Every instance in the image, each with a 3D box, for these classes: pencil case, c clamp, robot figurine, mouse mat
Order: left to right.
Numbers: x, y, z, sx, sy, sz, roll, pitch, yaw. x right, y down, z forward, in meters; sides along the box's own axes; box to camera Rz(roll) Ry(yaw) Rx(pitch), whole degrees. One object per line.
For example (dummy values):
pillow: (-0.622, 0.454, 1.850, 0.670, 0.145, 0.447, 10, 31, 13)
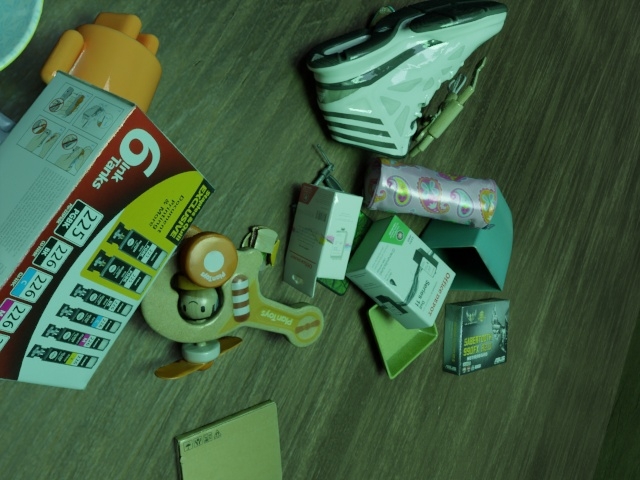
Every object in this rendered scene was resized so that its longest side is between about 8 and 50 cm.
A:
robot figurine: (-0.301, -0.204, 0.714, 0.128, 0.158, 0.219, 21, 78, -17)
c clamp: (-0.008, -0.088, 1.034, 0.137, 0.022, 0.160, 46, 65, -34)
mouse mat: (0.037, 0.007, 1.090, 0.153, 0.007, 0.189, 35, 70, -36)
pencil case: (0.235, -0.097, 1.105, 0.285, 0.124, 0.124, 10, 86, -12)

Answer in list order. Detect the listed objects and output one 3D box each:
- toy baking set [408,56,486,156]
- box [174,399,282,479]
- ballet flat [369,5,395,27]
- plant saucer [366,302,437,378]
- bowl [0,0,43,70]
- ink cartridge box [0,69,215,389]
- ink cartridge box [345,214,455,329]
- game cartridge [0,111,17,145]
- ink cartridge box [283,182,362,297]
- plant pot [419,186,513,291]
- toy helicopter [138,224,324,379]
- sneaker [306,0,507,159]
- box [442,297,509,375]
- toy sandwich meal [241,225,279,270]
toy baking set: (0.275, -0.299, 1.137, 0.030, 0.256, 0.196, 35, 25, -11)
box: (-0.162, 0.403, 0.942, 0.201, 0.021, 0.164, -10, 99, -39)
ballet flat: (0.174, -0.419, 1.146, 0.067, 0.073, 0.206, -43, 119, 1)
plant saucer: (0.183, 0.192, 1.200, 0.188, 0.045, 0.188, -32, 112, -33)
bowl: (-0.471, -0.289, 0.545, 0.290, 0.156, 0.289, -4, 96, -40)
ink cartridge box: (-0.283, 0.010, 0.631, 0.309, 0.130, 0.272, -59, 158, -11)
ink cartridge box: (0.175, 0.072, 1.112, 0.208, 0.087, 0.153, 41, 61, -18)
game cartridge: (-0.427, 0.008, 0.673, 0.198, 0.062, 0.297, 44, 66, -38)
ink cartridge box: (0.000, 0.000, 0.967, 0.067, 0.115, 0.198, 8, 100, -36)
plant pot: (0.378, -0.017, 1.276, 0.165, 0.166, 0.234, 50, 56, -31)
toy helicopter: (-0.137, 0.129, 0.869, 0.355, 0.140, 0.234, 24, 84, -38)
sneaker: (0.192, -0.331, 1.075, 0.448, 0.169, 0.257, -25, 129, -15)
box: (0.429, 0.256, 1.402, 0.231, 0.056, 0.182, 1, 93, -40)
toy sandwich meal: (-0.108, 0.015, 0.953, 0.086, 0.029, 0.085, -3, 95, -40)
